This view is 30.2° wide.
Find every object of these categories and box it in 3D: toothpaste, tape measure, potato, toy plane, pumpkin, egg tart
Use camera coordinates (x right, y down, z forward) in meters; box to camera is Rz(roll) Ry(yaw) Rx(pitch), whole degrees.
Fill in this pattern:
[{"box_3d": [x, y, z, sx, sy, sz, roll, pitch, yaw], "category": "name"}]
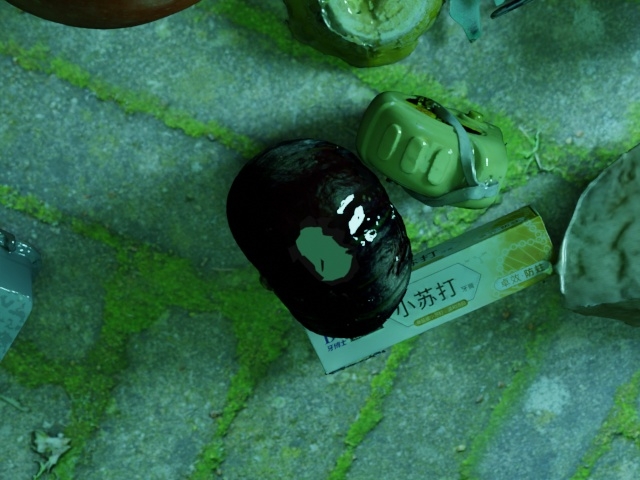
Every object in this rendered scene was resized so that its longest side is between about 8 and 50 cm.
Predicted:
[{"box_3d": [0.129, 0.058, 1.428, 0.312, 0.071, 0.089, -24, 107, 5], "category": "toothpaste"}, {"box_3d": [0.124, -0.096, 1.303, 0.175, 0.200, 0.106, 21, 109, -3], "category": "tape measure"}, {"box_3d": [0.430, 0.001, 1.420, 0.211, 0.190, 0.264, -15, 156, 38], "category": "potato"}, {"box_3d": [0.242, -0.311, 1.300, 0.235, 0.060, 0.096, -28, 124, 2], "category": "toy plane"}, {"box_3d": [0.000, 0.000, 1.306, 0.163, 0.233, 0.233, -36, 111, -8], "category": "pumpkin"}, {"box_3d": [0.051, -0.280, 1.282, 0.197, 0.078, 0.197, -1, 107, -5], "category": "egg tart"}]

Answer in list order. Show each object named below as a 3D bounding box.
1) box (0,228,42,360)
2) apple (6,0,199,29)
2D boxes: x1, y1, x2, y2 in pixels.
[{"box_3d": [-0.433, 0.088, 1.358, 0.162, 0.130, 0.227, 26, 108, -30], "category": "box"}, {"box_3d": [-0.194, -0.369, 1.107, 0.348, 0.277, 0.349, 9, 107, 31], "category": "apple"}]
